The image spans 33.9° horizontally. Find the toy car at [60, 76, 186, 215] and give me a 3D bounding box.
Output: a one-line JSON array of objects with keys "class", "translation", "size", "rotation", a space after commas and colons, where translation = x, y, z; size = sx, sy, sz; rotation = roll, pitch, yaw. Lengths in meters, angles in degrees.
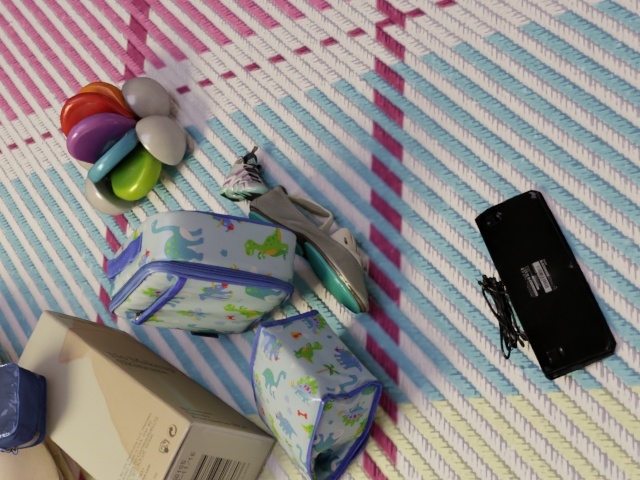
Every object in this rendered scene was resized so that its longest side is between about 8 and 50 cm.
[{"class": "toy car", "translation": [-0.279, -0.136, 1.396], "size": [0.159, 0.136, 0.182], "rotation": [-40, 54, 21]}]

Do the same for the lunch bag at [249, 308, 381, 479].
[{"class": "lunch bag", "translation": [-0.013, 0.172, 1.102], "size": [0.129, 0.096, 0.151], "rotation": [47, 134, 39]}]

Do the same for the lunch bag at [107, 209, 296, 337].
[{"class": "lunch bag", "translation": [-0.137, 0.040, 1.159], "size": [0.219, 0.176, 0.090], "rotation": [146, 131, -59]}]

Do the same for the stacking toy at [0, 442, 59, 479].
[{"class": "stacking toy", "translation": [-0.553, 0.222, 1.420], "size": [0.351, 0.350, 0.480], "rotation": [-49, 36, 14]}]

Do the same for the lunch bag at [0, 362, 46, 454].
[{"class": "lunch bag", "translation": [-0.350, 0.195, 1.194], "size": [0.067, 0.065, 0.098], "rotation": [-12, 66, 19]}]

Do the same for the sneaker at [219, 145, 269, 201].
[{"class": "sneaker", "translation": [-0.086, -0.083, 1.279], "size": [0.098, 0.038, 0.069], "rotation": [6, 72, 55]}]

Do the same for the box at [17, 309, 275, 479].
[{"class": "box", "translation": [-0.218, 0.205, 1.220], "size": [0.311, 0.148, 0.121], "rotation": [27, 92, 40]}]

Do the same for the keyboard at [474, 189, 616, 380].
[{"class": "keyboard", "translation": [0.205, 0.047, 1.019], "size": [0.100, 0.038, 0.192], "rotation": [-22, 58, 5]}]

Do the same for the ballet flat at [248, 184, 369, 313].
[{"class": "ballet flat", "translation": [0.000, 0.000, 1.172], "size": [0.068, 0.072, 0.213], "rotation": [-38, 50, -16]}]
